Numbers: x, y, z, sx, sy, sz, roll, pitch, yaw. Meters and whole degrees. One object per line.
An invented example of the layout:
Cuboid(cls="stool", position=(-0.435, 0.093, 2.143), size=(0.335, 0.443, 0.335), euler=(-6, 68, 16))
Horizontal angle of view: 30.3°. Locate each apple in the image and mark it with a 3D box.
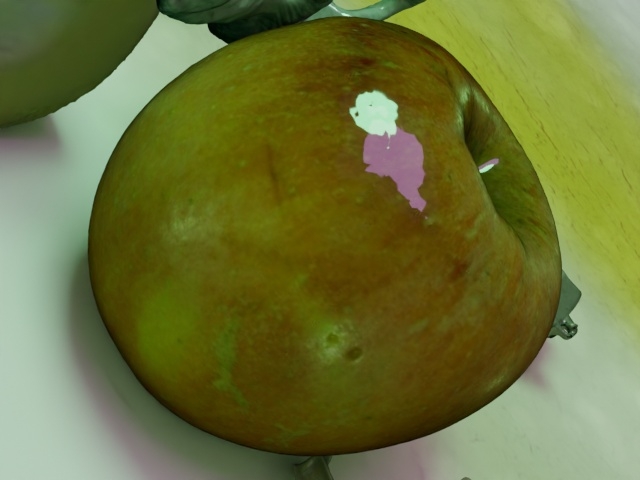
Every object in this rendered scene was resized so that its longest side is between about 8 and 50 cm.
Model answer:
Cuboid(cls="apple", position=(0.000, 0.000, 0.599), size=(0.237, 0.207, 0.237), euler=(42, 34, -38))

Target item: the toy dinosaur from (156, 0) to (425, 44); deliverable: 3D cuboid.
Cuboid(cls="toy dinosaur", position=(0.003, -0.142, 0.693), size=(0.383, 0.129, 0.076), euler=(-5, 83, -82))

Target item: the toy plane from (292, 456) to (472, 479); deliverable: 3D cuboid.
Cuboid(cls="toy plane", position=(0.052, 0.187, 0.530), size=(0.229, 0.092, 0.244), euler=(38, 27, 20))

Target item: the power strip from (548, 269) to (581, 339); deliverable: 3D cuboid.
Cuboid(cls="power strip", position=(0.075, -0.030, 0.822), size=(0.272, 0.052, 0.078), euler=(48, 33, 8))

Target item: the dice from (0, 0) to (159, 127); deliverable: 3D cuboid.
Cuboid(cls="dice", position=(-0.184, -0.166, 0.587), size=(0.169, 0.166, 0.169), euler=(-4, 57, -50))
